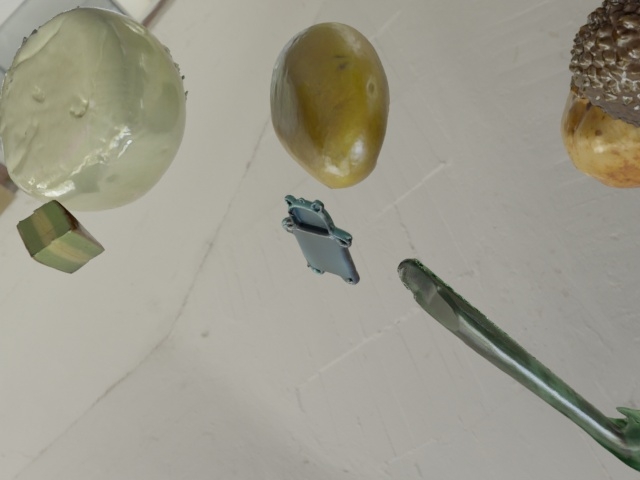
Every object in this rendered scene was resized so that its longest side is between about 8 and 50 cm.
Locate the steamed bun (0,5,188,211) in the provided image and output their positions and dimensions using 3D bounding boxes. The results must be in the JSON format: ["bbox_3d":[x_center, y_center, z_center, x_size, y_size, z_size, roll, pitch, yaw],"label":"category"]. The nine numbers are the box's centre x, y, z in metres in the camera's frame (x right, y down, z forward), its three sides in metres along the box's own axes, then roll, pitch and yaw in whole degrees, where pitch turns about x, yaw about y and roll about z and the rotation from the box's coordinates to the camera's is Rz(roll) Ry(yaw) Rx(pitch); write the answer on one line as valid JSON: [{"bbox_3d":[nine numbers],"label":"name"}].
[{"bbox_3d":[-0.375,-0.202,0.993,0.333,0.233,0.312,-10,-100,32],"label":"steamed bun"}]

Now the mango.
[{"bbox_3d":[0.013,-0.231,1.002,0.365,0.182,0.253,-101,-155,-47],"label":"mango"}]

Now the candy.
[{"bbox_3d":[0.168,0.108,0.325,0.097,0.323,0.097,-50,-168,15],"label":"candy"}]

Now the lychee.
[{"bbox_3d":[0.442,-0.234,0.721,0.238,0.200,0.200,7,-118,25],"label":"lychee"}]

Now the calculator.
[{"bbox_3d":[0.000,0.000,0.652,0.094,0.141,0.019,15,-122,31],"label":"calculator"}]

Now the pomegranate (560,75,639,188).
[{"bbox_3d":[0.503,-0.208,0.919,0.248,0.248,0.248,-21,-132,25],"label":"pomegranate"}]

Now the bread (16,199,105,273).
[{"bbox_3d":[-0.372,0.018,0.858,0.074,0.139,0.084,-37,-127,-11],"label":"bread"}]
